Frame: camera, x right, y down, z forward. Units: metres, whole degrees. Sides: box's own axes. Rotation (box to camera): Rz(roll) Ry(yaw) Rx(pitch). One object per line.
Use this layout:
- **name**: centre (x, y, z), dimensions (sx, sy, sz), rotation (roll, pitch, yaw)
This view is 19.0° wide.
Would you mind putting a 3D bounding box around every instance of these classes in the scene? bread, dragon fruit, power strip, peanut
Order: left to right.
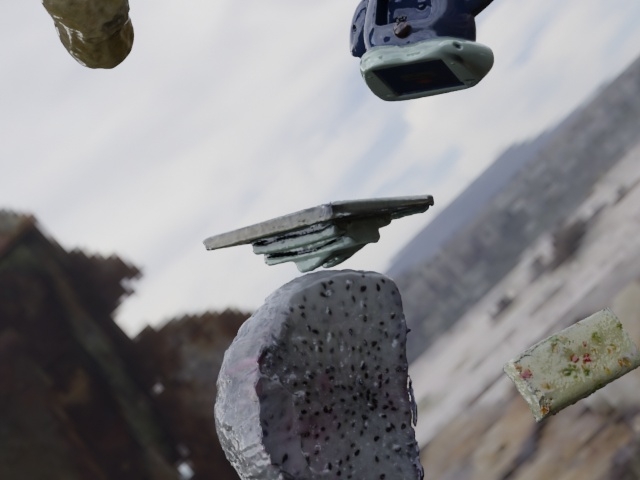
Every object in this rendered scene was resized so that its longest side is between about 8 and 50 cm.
- **peanut**: centre (-0.247, -0.246, 2.014), dimensions (0.099, 0.099, 0.214), rotation (-41, -17, -17)
- **dragon fruit**: centre (-0.025, 0.182, 2.097), dimensions (0.204, 0.283, 0.221), rotation (2, -14, -25)
- **power strip**: centre (0.000, 0.000, 2.144), dimensions (0.213, 0.064, 0.198), rotation (-15, -4, 41)
- **bread**: centre (0.249, 0.120, 1.864), dimensions (0.154, 0.068, 0.028), rotation (-22, -19, -36)

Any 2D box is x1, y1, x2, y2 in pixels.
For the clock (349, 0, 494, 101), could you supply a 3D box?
- **clock**: centre (0.113, -0.278, 2.000), dimensions (0.200, 0.243, 0.146), rotation (-7, -19, 27)
